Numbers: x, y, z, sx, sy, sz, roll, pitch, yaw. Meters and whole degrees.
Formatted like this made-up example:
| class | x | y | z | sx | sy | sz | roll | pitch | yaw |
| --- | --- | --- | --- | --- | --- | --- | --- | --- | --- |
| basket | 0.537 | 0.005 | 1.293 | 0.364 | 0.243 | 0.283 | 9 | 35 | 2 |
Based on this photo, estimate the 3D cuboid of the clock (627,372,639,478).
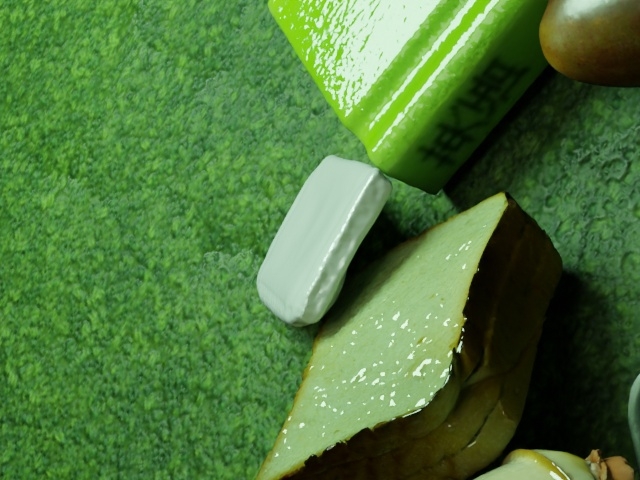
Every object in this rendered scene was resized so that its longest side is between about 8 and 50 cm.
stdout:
| class | x | y | z | sx | sy | sz | roll | pitch | yaw |
| --- | --- | --- | --- | --- | --- | --- | --- | --- | --- |
| clock | 0.273 | 0.145 | 0.951 | 0.279 | 0.049 | 0.273 | 131 | 138 | -52 |

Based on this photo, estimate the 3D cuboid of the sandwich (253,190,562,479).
| class | x | y | z | sx | sy | sz | roll | pitch | yaw |
| --- | --- | --- | --- | --- | --- | --- | --- | --- | --- |
| sandwich | 0.057 | 0.077 | 1.152 | 0.186 | 0.065 | 0.214 | -31 | 23 | 34 |

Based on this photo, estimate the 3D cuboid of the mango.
| class | x | y | z | sx | sy | sz | roll | pitch | yaw |
| --- | --- | --- | --- | --- | --- | --- | --- | --- | --- |
| mango | 0.247 | -0.183 | 1.104 | 0.267 | 0.111 | 0.133 | -43 | 34 | 26 |

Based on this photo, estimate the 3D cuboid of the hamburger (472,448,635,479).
| class | x | y | z | sx | sy | sz | roll | pitch | yaw |
| --- | --- | --- | --- | --- | --- | --- | --- | --- | --- |
| hamburger | 0.132 | 0.229 | 1.006 | 0.237 | 0.147 | 0.236 | 176 | 90 | -78 |

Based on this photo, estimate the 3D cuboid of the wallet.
| class | x | y | z | sx | sy | sz | roll | pitch | yaw |
| --- | --- | --- | --- | --- | --- | --- | --- | --- | --- |
| wallet | 0.000 | 0.000 | 1.280 | 0.124 | 0.032 | 0.183 | -63 | 11 | -1 |

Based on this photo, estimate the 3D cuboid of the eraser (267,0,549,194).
| class | x | y | z | sx | sy | sz | roll | pitch | yaw |
| --- | --- | --- | --- | --- | --- | --- | --- | --- | --- |
| eraser | 0.103 | -0.200 | 1.268 | 0.274 | 0.092 | 0.210 | -49 | 48 | 21 |
